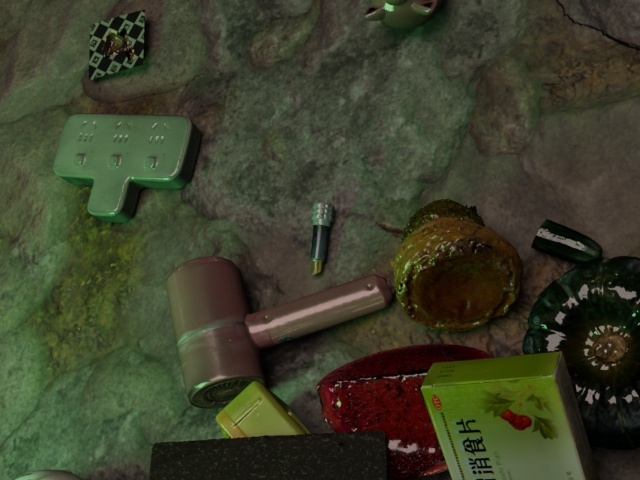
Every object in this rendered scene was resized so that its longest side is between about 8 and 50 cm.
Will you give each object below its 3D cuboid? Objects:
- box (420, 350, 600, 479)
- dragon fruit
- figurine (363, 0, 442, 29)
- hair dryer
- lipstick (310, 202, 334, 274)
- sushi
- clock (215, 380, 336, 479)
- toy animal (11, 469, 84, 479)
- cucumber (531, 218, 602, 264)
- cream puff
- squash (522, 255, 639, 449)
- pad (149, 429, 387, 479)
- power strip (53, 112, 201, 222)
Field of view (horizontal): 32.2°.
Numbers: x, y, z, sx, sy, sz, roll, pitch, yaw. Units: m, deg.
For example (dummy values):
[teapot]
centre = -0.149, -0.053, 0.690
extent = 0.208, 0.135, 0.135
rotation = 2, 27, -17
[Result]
[box]
centre = 0.251, 0.271, 1.413
extent = 0.175, 0.261, 0.062
rotation = -9, 24, 27
[dragon fruit]
centre = 0.141, 0.222, 1.544
extent = 0.261, 0.163, 0.189
rotation = -9, 38, 16
[figurine]
centre = 0.139, -0.403, 1.795
extent = 0.125, 0.125, 0.138
rotation = -1, 40, 23
[hair dryer]
centre = -0.055, 0.105, 1.698
extent = 0.352, 0.125, 0.210
rotation = -18, 62, 5
[lipstick]
centre = 0.000, 0.000, 1.750
extent = 0.037, 0.037, 0.116
rotation = -1, 75, 23
[sushi]
centre = -0.371, -0.358, 2.052
extent = 0.126, 0.026, 0.120
rotation = -10, 69, 24
[clock]
centre = -0.047, 0.308, 1.583
extent = 0.096, 0.143, 0.202
rotation = -43, 59, -6
[toy animal]
centre = -0.398, 0.457, 1.632
extent = 0.266, 0.212, 0.213
rotation = 34, 85, 30
[cucumber]
centre = 0.357, 0.006, 1.588
extent = 0.105, 0.048, 0.048
rotation = 22, 80, 26
[cream puff]
centre = 0.193, 0.017, 1.604
extent = 0.183, 0.183, 0.169
rotation = -21, 38, 14
[squash]
centre = 0.388, 0.145, 1.450
extent = 0.252, 0.165, 0.252
rotation = -8, 69, 21
[pad]
centre = -0.075, 0.362, 1.466
extent = 0.330, 0.004, 0.220
rotation = -4, 58, 9
[power strip]
centre = -0.347, -0.127, 1.930
extent = 0.264, 0.059, 0.194
rotation = 4, 71, 23
